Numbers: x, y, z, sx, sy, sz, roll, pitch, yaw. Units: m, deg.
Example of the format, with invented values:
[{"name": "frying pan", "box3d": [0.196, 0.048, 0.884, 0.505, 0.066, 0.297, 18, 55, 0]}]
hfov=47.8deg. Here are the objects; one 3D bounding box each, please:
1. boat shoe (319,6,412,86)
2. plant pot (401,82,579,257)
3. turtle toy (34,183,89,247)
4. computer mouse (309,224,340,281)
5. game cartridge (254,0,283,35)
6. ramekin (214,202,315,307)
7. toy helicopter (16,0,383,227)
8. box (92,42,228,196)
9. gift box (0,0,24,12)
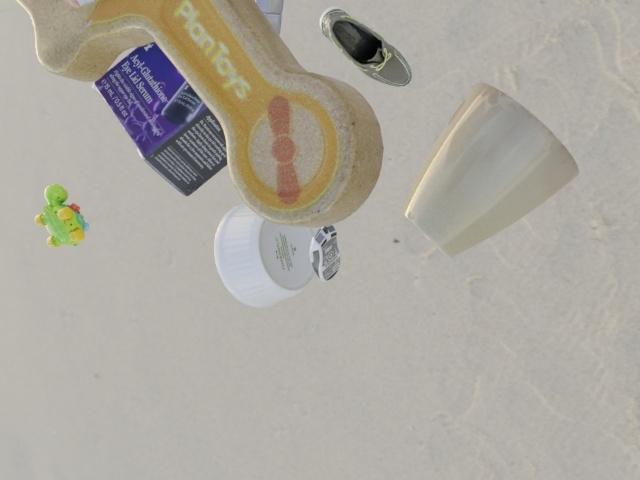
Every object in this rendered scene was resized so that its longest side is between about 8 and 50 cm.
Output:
[{"name": "boat shoe", "box3d": [0.128, -0.496, 1.907, 0.109, 0.305, 0.091, -50, 26, 17]}, {"name": "plant pot", "box3d": [0.292, -0.108, 1.362, 0.274, 0.256, 0.256, -47, 51, 3]}, {"name": "turtle toy", "box3d": [-0.506, -0.048, 1.422, 0.095, 0.066, 0.130, -10, 113, 31]}, {"name": "computer mouse", "box3d": [0.000, 0.000, 1.430, 0.042, 0.106, 0.193, 22, 134, 31]}, {"name": "game cartridge", "box3d": [-0.107, -0.473, 1.291, 0.355, 0.068, 0.230, -100, 20, -50]}, {"name": "ramekin", "box3d": [-0.121, 0.028, 1.797, 0.127, 0.273, 0.272, -12, 81, 40]}, {"name": "toy helicopter", "box3d": [-0.075, -0.165, 0.416, 0.235, 0.140, 0.355, -42, 74, 20]}, {"name": "box", "box3d": [-0.143, -0.184, 0.883, 0.207, 0.108, 0.153, -40, 61, 0]}, {"name": "gift box", "box3d": [-0.364, -0.417, 0.772, 0.258, 0.255, 0.276, 10, 91, 35]}]
